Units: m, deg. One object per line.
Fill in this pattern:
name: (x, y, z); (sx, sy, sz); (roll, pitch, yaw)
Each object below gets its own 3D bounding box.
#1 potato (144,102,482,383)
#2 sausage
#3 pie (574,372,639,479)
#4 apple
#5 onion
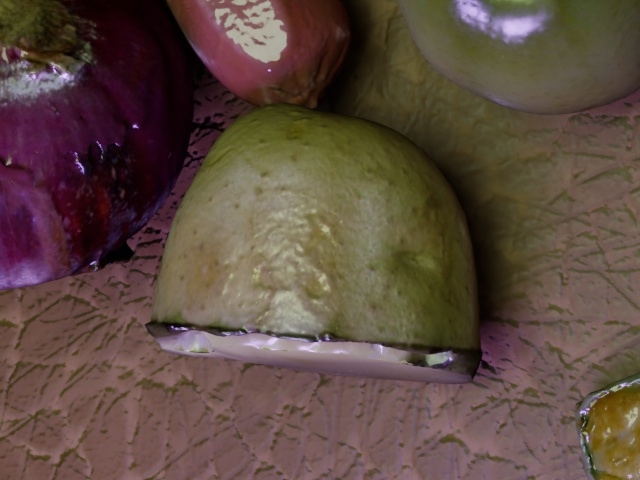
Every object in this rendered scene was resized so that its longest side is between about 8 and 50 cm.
potato: (0.000, 0.000, 1.666); (0.285, 0.242, 0.243); (5, 91, 27)
sausage: (-0.063, -0.220, 1.738); (0.148, 0.148, 0.254); (-35, 70, 22)
pie: (0.293, 0.228, 1.598); (0.128, 0.068, 0.282); (-25, 74, 23)
apple: (0.180, -0.229, 1.566); (0.279, 0.279, 0.279); (0, 89, 26)
onion: (-0.283, -0.087, 1.776); (0.348, 0.347, 0.385); (45, 151, 20)
